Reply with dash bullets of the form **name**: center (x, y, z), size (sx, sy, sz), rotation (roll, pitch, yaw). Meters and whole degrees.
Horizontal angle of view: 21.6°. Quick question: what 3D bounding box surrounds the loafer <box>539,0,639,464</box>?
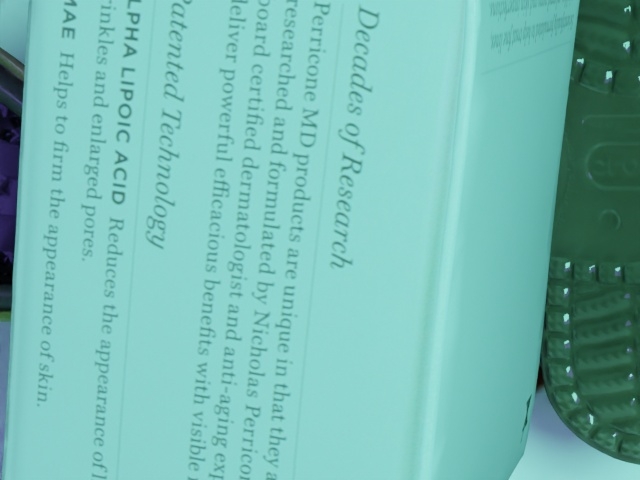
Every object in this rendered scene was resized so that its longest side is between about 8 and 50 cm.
- **loafer**: center (0.125, -0.059, 0.592), size (0.102, 0.092, 0.268), rotation (8, 100, 24)

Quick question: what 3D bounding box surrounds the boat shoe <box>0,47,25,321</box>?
- **boat shoe**: center (-0.194, -0.061, 0.532), size (0.305, 0.091, 0.109), rotation (26, 87, -12)

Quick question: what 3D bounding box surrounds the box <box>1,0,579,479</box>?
- **box**: center (0.000, 0.000, 0.503), size (0.119, 0.181, 0.182), rotation (9, 102, 15)
